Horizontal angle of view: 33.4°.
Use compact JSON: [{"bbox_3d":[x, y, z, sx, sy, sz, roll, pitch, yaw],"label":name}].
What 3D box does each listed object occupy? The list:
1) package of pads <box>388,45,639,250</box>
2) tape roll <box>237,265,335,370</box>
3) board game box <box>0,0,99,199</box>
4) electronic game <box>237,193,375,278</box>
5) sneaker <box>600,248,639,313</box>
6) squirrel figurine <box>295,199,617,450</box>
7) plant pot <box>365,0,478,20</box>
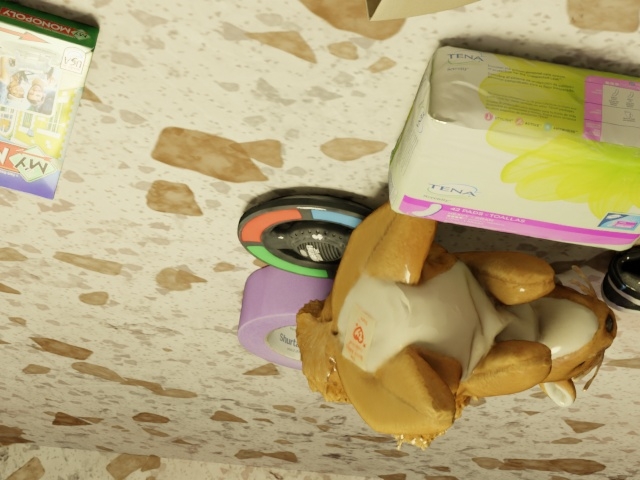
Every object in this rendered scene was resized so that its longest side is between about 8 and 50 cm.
[{"bbox_3d":[0.233,-0.091,1.129,0.296,0.101,0.229,8,156,-3],"label":"package of pads"},{"bbox_3d":[0.011,0.128,1.674,0.274,0.090,0.275,5,155,2],"label":"tape roll"},{"bbox_3d":[-0.411,-0.171,1.110,0.317,0.046,0.213,14,129,-15],"label":"board game box"},{"bbox_3d":[0.000,0.000,1.452,0.229,0.048,0.229,6,156,3],"label":"electronic game"},{"bbox_3d":[0.488,0.062,1.411,0.216,0.079,0.121,5,157,8],"label":"sneaker"},{"bbox_3d":[0.184,0.129,1.435,0.370,0.281,0.397,2,160,-33],"label":"squirrel figurine"},{"bbox_3d":[0.095,-0.244,0.846,0.096,0.109,0.109,1,158,-17],"label":"plant pot"}]
